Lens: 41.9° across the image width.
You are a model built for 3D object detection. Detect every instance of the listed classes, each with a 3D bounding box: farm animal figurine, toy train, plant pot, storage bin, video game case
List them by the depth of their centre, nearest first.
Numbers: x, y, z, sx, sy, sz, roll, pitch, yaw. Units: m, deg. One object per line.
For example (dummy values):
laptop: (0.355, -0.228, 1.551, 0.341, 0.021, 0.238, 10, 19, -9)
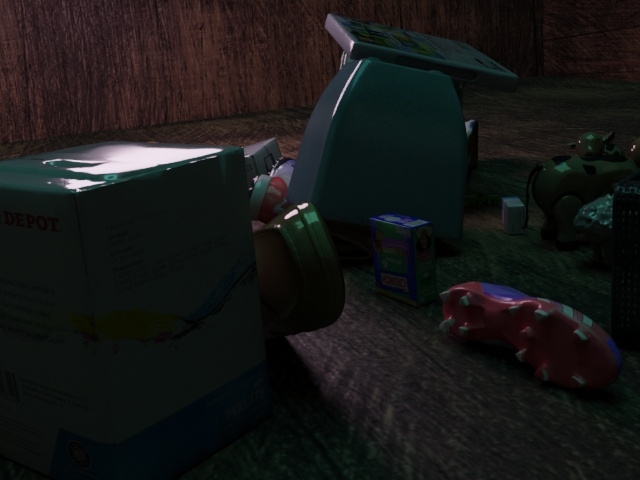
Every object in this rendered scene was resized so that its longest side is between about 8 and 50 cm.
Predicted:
storage bin: (0.375, 0.018, 0.902, 0.084, 0.180, 0.122, 6, 19, 36)
farm animal figurine: (0.463, -0.096, 1.304, 0.326, 0.172, 0.330, -11, 16, -19)
plant pot: (0.099, -0.156, 1.347, 0.247, 0.252, 0.247, 9, 8, -12)
video game case: (0.175, -0.352, 1.549, 0.299, 0.036, 0.329, 9, 22, -12)
toy train: (0.295, -0.077, 1.570, 0.083, 0.024, 0.017, -2, 15, 7)

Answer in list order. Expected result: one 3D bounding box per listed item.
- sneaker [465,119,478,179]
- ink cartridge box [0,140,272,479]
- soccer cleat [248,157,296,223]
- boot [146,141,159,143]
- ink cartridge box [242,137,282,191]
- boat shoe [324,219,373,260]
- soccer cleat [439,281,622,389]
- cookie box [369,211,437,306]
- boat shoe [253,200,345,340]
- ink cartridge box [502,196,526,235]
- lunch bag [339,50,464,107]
sneaker: (0.285, -0.209, 1.890, 0.130, 0.112, 0.296, 0, 15, 19)
ink cartridge box: (-0.190, 0.057, 0.770, 0.198, 0.270, 0.197, 8, 19, 37)
soccer cleat: (-0.059, -0.086, 1.615, 0.116, 0.109, 0.318, 21, 14, 4)
boot: (-0.429, -0.147, 1.949, 0.283, 0.109, 0.220, 13, 27, 31)
ink cartridge box: (-0.176, -0.144, 1.794, 0.154, 0.093, 0.212, -14, 11, 14)
boat shoe: (0.000, 0.000, 1.316, 0.190, 0.068, 0.072, 2, 28, 22)
soccer cleat: (0.229, 0.091, 0.886, 0.095, 0.083, 0.248, -9, 12, -30)
cookie box: (0.110, 0.024, 1.103, 0.040, 0.107, 0.092, -16, 18, -30)
boat shoe: (-0.066, 0.056, 0.886, 0.110, 0.122, 0.341, -16, -13, -20)
ink cartridge box: (0.319, -0.040, 1.379, 0.028, 0.048, 0.083, -4, 15, 5)
lunch bag: (0.166, -0.243, 1.715, 0.256, 0.213, 0.305, 1, 54, 12)
